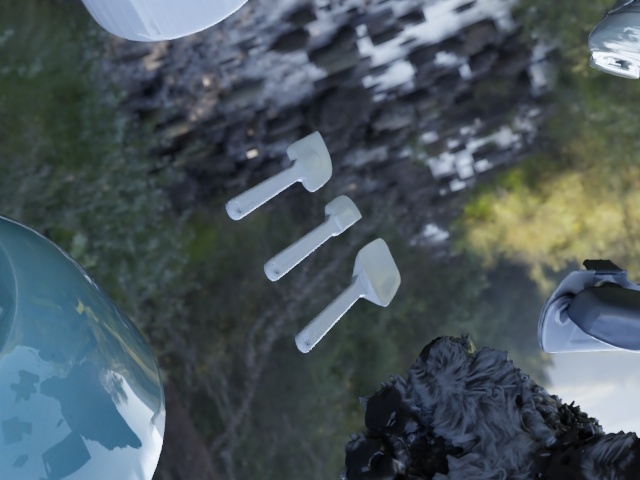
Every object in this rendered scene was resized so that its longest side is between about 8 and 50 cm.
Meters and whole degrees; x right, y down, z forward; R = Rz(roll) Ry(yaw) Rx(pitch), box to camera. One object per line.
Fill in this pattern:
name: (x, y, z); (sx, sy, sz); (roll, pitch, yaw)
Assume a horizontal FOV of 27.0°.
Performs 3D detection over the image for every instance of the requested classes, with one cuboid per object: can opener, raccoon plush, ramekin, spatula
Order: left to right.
ramekin: (-0.193, -0.373, 1.647); (0.277, 0.277, 0.135); (-20, 137, 1)
spatula: (0.000, 0.000, 1.151); (0.019, 0.168, 0.242); (-23, -173, 23)
raccoon plush: (0.219, 0.267, 1.167); (0.446, 0.216, 0.299); (27, 172, 44)
can opener: (0.290, 0.062, 1.048); (0.280, 0.093, 0.074); (-1, 121, -32)

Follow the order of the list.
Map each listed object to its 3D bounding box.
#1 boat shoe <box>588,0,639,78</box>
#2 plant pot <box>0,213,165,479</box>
boat shoe: (0.330, -0.231, 1.420); (0.079, 0.081, 0.227); (16, 179, 6)
plant pot: (-0.289, 0.105, 1.042); (0.293, 0.293, 0.235); (-20, 150, -4)
